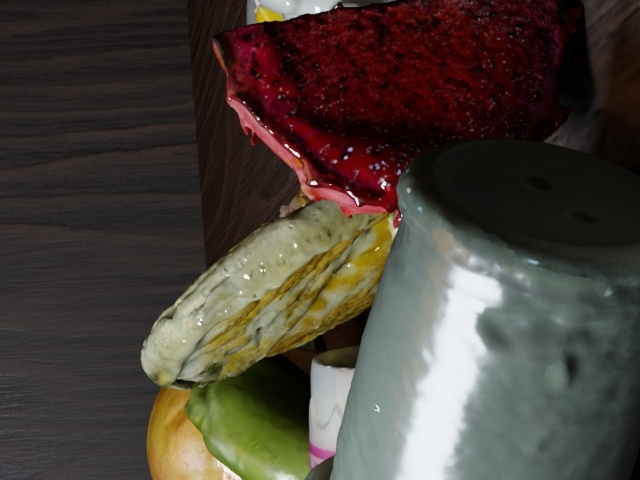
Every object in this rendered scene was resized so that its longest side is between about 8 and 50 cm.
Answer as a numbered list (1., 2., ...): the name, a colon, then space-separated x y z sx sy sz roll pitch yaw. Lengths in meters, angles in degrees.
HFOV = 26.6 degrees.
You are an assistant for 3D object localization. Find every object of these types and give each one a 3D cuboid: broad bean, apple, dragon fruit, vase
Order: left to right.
1. apple: -0.071 0.237 1.649 0.286 0.286 0.233 -177 101 -78
2. broad bean: -0.010 0.208 1.401 0.291 0.238 0.119 30 103 40
3. dragon fruit: 0.061 -0.100 0.975 0.189 0.262 0.163 -135 33 -74
4. vase: 0.111 0.099 0.859 0.245 0.245 0.291 -112 27 -57

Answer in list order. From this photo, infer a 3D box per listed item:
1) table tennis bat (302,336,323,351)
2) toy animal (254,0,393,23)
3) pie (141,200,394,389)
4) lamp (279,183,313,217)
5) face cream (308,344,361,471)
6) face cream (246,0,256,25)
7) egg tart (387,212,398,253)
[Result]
1. table tennis bat: -0.006 0.243 1.930 0.149 0.038 0.237 103 165 -49
2. toy animal: 0.013 -0.244 1.430 0.208 0.154 0.325 64 -173 6
3. pie: -0.026 0.038 1.298 0.077 0.339 0.339 57 159 17
4. lamp: 0.000 0.000 1.637 0.253 0.118 0.118 97 165 -47
5. face cream: 0.077 0.191 1.151 0.175 0.175 0.194 -169 75 -78
6. face cream: -0.031 -0.249 1.664 0.163 0.080 0.336 46 -151 -38
7. egg tart: 0.117 -0.010 1.112 0.212 0.090 0.212 176 90 -77
